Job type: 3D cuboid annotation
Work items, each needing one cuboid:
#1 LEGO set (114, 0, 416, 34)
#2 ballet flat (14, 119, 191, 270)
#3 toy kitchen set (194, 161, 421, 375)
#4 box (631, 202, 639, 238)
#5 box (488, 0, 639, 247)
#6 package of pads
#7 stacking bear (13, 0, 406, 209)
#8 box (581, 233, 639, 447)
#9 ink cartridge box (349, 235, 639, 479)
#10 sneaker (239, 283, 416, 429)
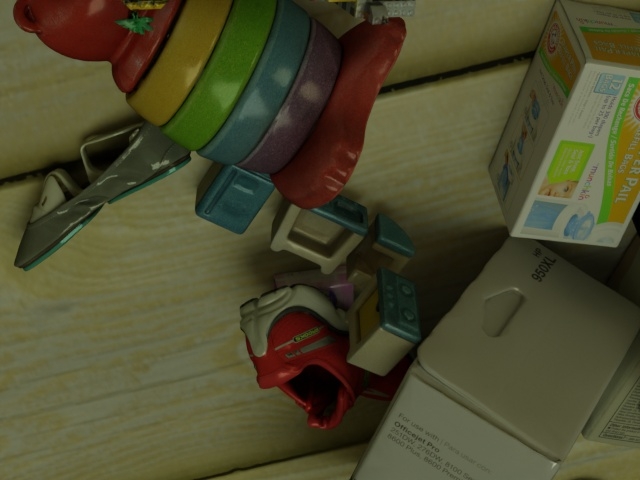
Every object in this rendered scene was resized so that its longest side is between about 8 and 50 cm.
[{"bbox_3d":[-0.035,-0.286,1.032,0.255,0.192,0.331,3,114,-27],"label":"LEGO set"},{"bbox_3d":[-0.213,-0.052,1.373,0.213,0.072,0.068,-32,102,18],"label":"ballet flat"},{"bbox_3d":[0.000,0.000,1.359,0.207,0.166,0.122,24,124,-18],"label":"toy kitchen set"},{"bbox_3d":[0.357,-0.076,1.364,0.051,0.175,0.220,7,131,-15],"label":"box"},{"bbox_3d":[0.246,-0.105,1.366,0.114,0.103,0.203,5,131,-14],"label":"box"},{"bbox_3d":[-0.005,0.054,1.515,0.083,0.032,0.050,-7,131,-4],"label":"package of pads"},{"bbox_3d":[-0.105,-0.160,1.226,0.289,0.175,0.164,27,161,-17],"label":"stacking bear"},{"bbox_3d":[0.384,0.071,1.537,0.148,0.121,0.311,11,129,-19],"label":"box"},{"bbox_3d":[0.138,0.229,1.505,0.166,0.285,0.395,32,128,10],"label":"ink cartridge box"},{"bbox_3d":[0.009,0.137,1.503,0.107,0.118,0.279,-22,152,28],"label":"sneaker"}]
